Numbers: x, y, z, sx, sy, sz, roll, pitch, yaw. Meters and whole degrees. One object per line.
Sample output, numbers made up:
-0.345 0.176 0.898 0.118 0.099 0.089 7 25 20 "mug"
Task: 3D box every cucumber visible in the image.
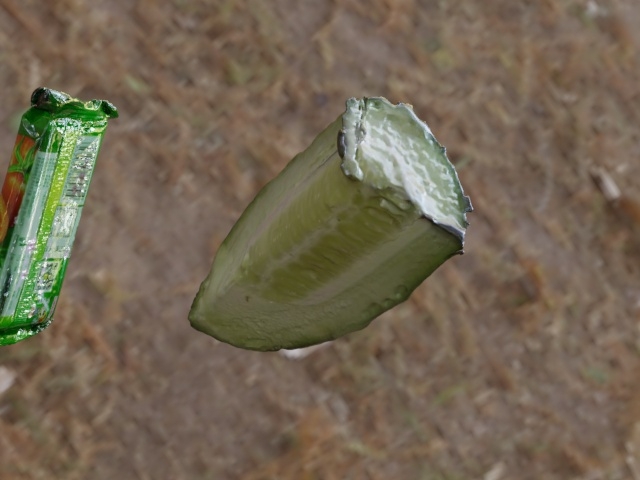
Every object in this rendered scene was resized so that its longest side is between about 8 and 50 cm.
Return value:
0.003 0.000 1.532 0.145 0.325 0.105 30 52 -15 "cucumber"

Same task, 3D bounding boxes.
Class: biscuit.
-0.092 -0.006 0.579 0.016 0.089 0.046 21 9 22 "biscuit"
